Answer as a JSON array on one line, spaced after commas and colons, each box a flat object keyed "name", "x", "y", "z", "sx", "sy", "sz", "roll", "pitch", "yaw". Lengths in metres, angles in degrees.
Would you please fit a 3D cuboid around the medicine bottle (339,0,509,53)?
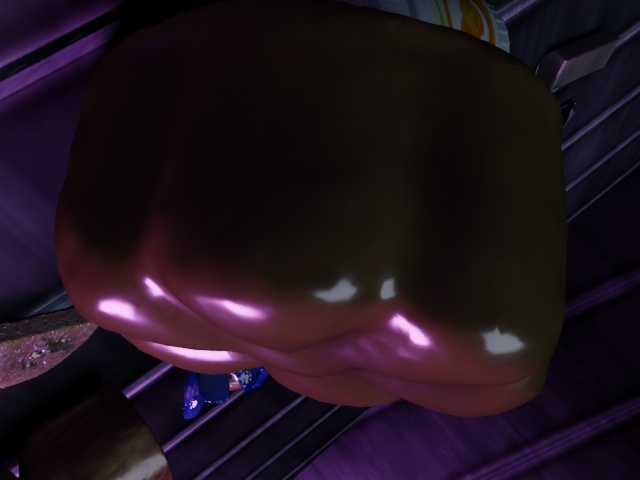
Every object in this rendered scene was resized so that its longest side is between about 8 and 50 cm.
[{"name": "medicine bottle", "x": 0.086, "y": -0.216, "z": 0.947, "sx": 0.318, "sy": 0.158, "sz": 0.158, "roll": -14, "pitch": 146, "yaw": -55}]

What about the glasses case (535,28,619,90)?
[{"name": "glasses case", "x": 0.481, "y": -0.342, "z": 1.613, "sx": 0.205, "sy": 0.047, "sz": 0.071, "roll": -26, "pitch": 150, "yaw": -39}]

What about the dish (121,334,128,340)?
[{"name": "dish", "x": -0.166, "y": 0.087, "z": 1.187, "sx": 0.236, "sy": 0.086, "sz": 0.228, "roll": -19, "pitch": 149, "yaw": -49}]

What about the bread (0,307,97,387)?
[{"name": "bread", "x": -0.348, "y": 0.137, "z": 1.016, "sx": 0.112, "sy": 0.036, "sz": 0.193, "roll": -52, "pitch": 158, "yaw": 26}]

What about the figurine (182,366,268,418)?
[{"name": "figurine", "x": -0.158, "y": 0.202, "z": 1.418, "sx": 0.164, "sy": 0.120, "sz": 0.262, "roll": -26, "pitch": 172, "yaw": -24}]

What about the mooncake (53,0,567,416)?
[{"name": "mooncake", "x": 0.000, "y": 0.000, "z": 0.780, "sx": 0.467, "sy": 0.467, "sz": 0.262, "roll": 62, "pitch": 35, "yaw": -70}]

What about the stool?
[{"name": "stool", "x": -0.362, "y": 0.342, "z": 1.197, "sx": 0.264, "sy": 0.179, "sz": 0.179, "roll": -32, "pitch": 157, "yaw": -27}]

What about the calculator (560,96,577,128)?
[{"name": "calculator", "x": 0.415, "y": -0.183, "z": 1.675, "sx": 0.165, "sy": 0.028, "sz": 0.274, "roll": -57, "pitch": 180, "yaw": -2}]
